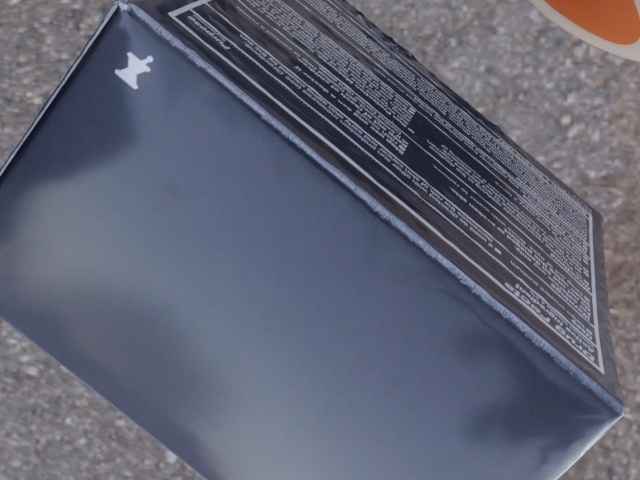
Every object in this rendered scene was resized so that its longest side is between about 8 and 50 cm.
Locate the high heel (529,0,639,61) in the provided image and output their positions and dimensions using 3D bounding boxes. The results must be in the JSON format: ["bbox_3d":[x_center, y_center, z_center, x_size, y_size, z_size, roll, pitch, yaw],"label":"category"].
[{"bbox_3d":[0.200,-0.330,0.959,0.181,0.127,0.377,-44,102,-34],"label":"high heel"}]

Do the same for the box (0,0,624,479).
[{"bbox_3d":[0.000,0.000,0.672,0.296,0.294,0.182,39,111,-3],"label":"box"}]
